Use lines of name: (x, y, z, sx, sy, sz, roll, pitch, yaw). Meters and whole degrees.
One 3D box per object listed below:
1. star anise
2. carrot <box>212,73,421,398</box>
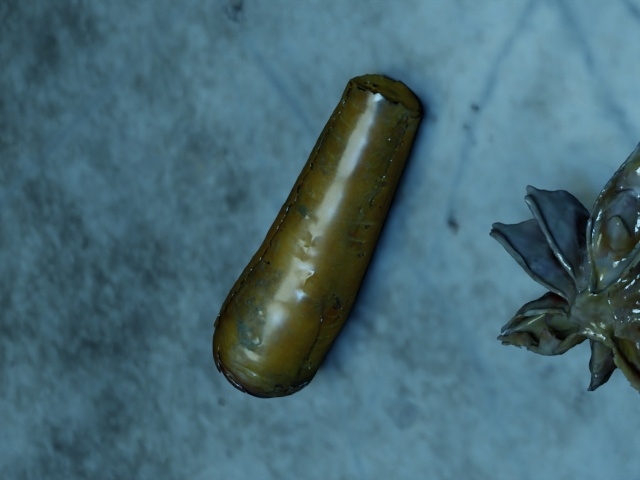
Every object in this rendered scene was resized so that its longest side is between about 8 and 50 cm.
star anise: (0.124, 0.009, 0.787, 0.124, 0.056, 0.129, 21, 130, 28)
carrot: (0.000, 0.000, 0.886, 0.055, 0.055, 0.161, 37, 115, 23)
